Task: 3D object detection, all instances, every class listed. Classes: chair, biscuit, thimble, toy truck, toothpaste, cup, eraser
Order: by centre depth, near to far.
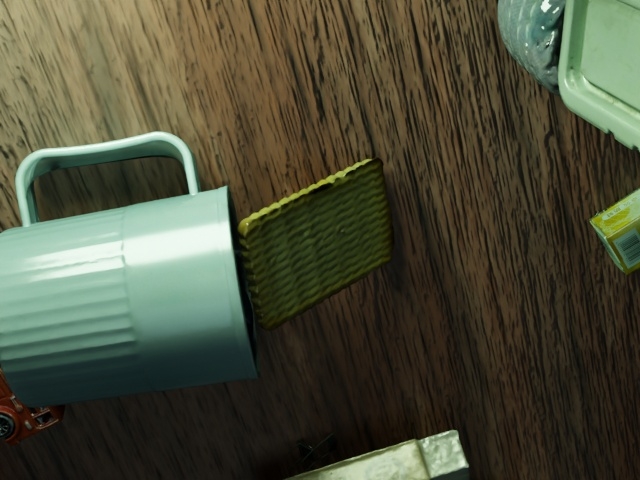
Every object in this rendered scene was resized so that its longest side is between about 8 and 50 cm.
[{"bbox_3d":[0.352,-0.297,1.235,0.205,0.172,0.236,36,105,-25],"label":"thimble"},{"bbox_3d":[-0.258,0.051,1.271,0.311,0.256,0.331,-10,119,-2],"label":"cup"},{"bbox_3d":[0.000,0.000,1.343,0.255,0.029,0.172,-27,121,-32],"label":"biscuit"},{"bbox_3d":[-0.462,0.162,1.379,0.114,0.107,0.252,-21,119,1],"label":"toy truck"},{"bbox_3d":[0.558,-0.073,1.431,0.313,0.071,0.089,-33,114,9],"label":"toothpaste"},{"bbox_3d":[0.070,0.406,1.564,0.343,0.078,0.144,-18,148,1],"label":"eraser"},{"bbox_3d":[-0.016,0.342,1.576,0.086,0.042,0.037,-32,124,-33],"label":"chair"}]

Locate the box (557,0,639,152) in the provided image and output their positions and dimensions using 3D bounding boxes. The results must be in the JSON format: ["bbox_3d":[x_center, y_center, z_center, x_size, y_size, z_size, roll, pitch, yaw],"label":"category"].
[{"bbox_3d":[0.412,-0.192,1.040,0.183,0.312,0.175,-8,118,-12],"label":"box"}]
